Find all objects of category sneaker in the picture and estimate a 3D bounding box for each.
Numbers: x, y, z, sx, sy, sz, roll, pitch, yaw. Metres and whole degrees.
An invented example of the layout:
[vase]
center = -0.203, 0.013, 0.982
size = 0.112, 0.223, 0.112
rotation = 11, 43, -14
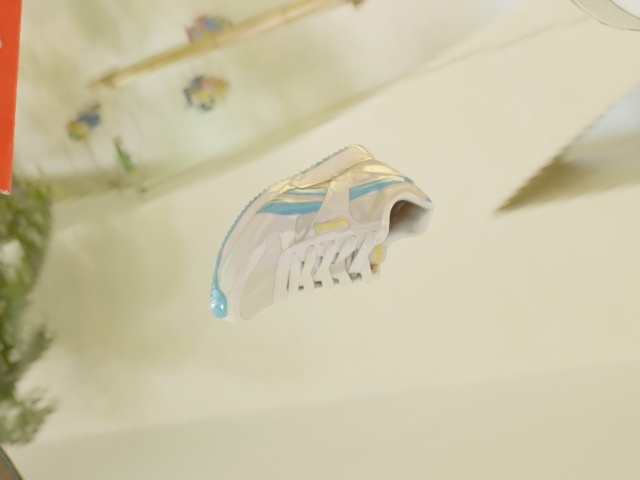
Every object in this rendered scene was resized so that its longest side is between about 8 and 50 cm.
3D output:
[sneaker]
center = 0.000, 0.000, 1.399
size = 0.092, 0.087, 0.228
rotation = 32, -132, 25

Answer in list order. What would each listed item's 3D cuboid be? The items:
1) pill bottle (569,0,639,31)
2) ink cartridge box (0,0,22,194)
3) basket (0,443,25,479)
[pill bottle]
center = 0.253, -0.231, 1.230
size = 0.161, 0.161, 0.283
rotation = -23, -174, 3
[ink cartridge box]
center = -0.318, -0.186, 1.246
size = 0.239, 0.275, 0.060
rotation = 16, 143, -27
[basket]
center = -0.218, 0.193, 0.716
size = 0.227, 0.154, 0.204
rotation = -22, -131, -23
